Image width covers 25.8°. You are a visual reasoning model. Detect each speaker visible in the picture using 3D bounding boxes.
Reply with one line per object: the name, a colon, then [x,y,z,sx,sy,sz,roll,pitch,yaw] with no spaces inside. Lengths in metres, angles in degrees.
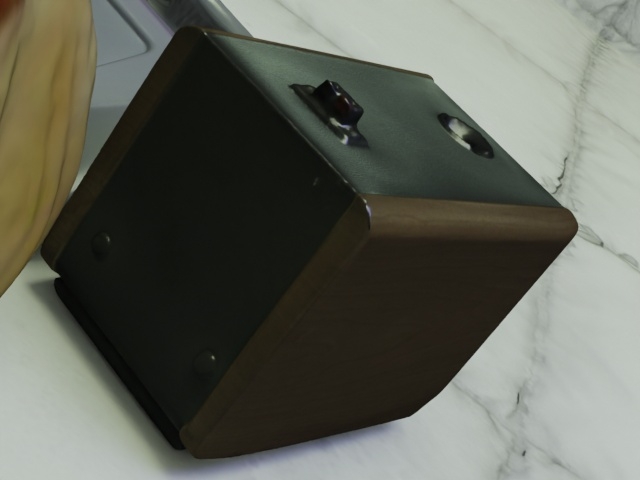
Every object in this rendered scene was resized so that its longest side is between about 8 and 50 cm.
speaker: [0.000,0.000,0.767,0.153,0.192,0.231,48,24,25]

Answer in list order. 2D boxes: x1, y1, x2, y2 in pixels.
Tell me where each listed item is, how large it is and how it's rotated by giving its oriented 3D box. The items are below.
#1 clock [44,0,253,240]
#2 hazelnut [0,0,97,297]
clock: [-0.159,-0.125,0.833,0.186,0.083,0.253,-28,71,-43]
hazelnut: [-0.199,-0.073,0.566,0.261,0.241,0.261,42,-3,3]
